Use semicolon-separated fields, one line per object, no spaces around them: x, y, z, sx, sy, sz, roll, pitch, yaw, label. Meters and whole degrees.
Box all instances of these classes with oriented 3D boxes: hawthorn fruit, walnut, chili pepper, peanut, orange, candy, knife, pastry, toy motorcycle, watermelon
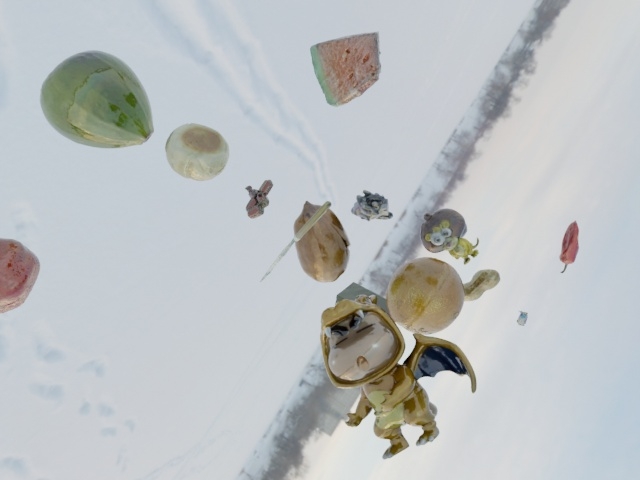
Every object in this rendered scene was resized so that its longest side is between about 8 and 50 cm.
-0.930;0.118;1.390;0.205;0.205;0.253;113;-20;-52;hawthorn fruit
0.000;0.000;1.753;0.209;0.209;0.336;-52;135;-41;walnut
0.787;0.020;1.526;0.059;0.050;0.191;-65;156;-57;chili pepper
0.599;0.172;1.858;0.193;0.089;0.089;-40;180;22;peanut
0.360;0.192;1.675;0.274;0.274;0.274;-57;173;-11;orange
0.582;0.225;1.402;0.020;0.030;0.083;-57;152;-26;candy
-0.071;0.008;1.205;0.298;0.017;0.047;-47;179;30;knife
-0.305;-0.220;1.203;0.092;0.156;0.156;-52;179;44;pastry
0.180;-0.121;1.793;0.225;0.152;0.073;43;50;-65;toy motorcycle
0.104;-0.509;1.382;0.140;0.193;0.257;-29;-165;-32;watermelon

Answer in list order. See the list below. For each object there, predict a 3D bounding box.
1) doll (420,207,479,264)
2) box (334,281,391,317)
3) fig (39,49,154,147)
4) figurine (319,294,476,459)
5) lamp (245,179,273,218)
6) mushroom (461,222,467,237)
0.383;-0.016;1.420;0.096;0.188;0.145;-48;158;-60;doll
0.183;0.307;1.999;0.155;0.231;0.149;-31;140;-52;box
-0.664;-0.412;1.486;0.316;0.316;0.316;-57;173;-11;fig
0.149;0.337;1.249;0.268;0.387;0.401;-24;163;-25;figurine
-0.120;-0.076;0.913;0.063;0.031;0.083;-24;-135;33;lamp
0.482;-0.033;1.811;0.170;0.135;0.080;30;60;-60;mushroom
